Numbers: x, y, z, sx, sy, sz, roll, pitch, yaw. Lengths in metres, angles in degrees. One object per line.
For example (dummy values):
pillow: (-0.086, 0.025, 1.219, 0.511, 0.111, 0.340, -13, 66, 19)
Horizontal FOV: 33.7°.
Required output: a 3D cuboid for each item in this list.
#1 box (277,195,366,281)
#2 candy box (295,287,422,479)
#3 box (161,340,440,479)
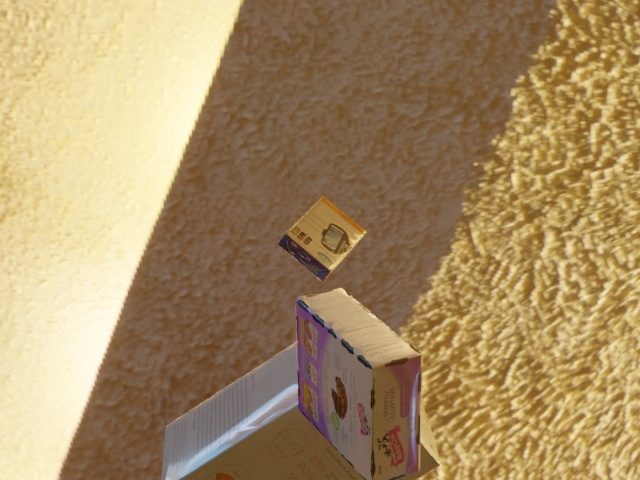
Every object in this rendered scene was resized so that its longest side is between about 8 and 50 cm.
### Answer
box: (0.000, 0.000, 1.451, 0.081, 0.136, 0.028, 40, -49, 4)
candy box: (0.044, 0.174, 1.285, 0.196, 0.070, 0.164, 38, -46, 54)
box: (-0.033, 0.302, 1.561, 0.345, 0.168, 0.215, -33, -66, 11)
